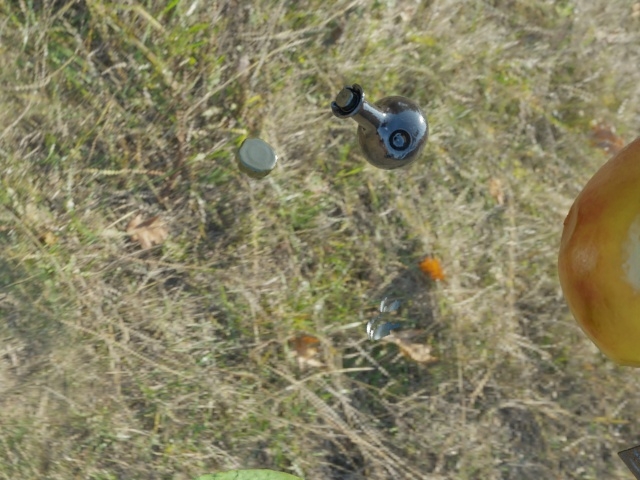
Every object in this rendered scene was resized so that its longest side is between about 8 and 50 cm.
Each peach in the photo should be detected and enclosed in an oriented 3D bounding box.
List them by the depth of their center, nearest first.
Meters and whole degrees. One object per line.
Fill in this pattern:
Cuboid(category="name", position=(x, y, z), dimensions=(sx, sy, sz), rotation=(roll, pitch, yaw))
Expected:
Cuboid(category="peach", position=(0.433, -0.002, 1.084), dimensions=(0.289, 0.289, 0.308), rotation=(3, 88, -28))

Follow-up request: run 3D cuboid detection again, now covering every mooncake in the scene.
Cuboid(category="mooncake", position=(0.006, 0.000, 1.275), dimensions=(0.150, 0.057, 0.347), rotation=(-25, 97, -24))

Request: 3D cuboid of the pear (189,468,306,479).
Cuboid(category="pear", position=(-0.121, 0.411, 1.221), dimensions=(0.288, 0.239, 0.139), rotation=(-10, 114, -18))

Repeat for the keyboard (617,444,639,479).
Cuboid(category="keyboard", position=(0.415, 0.301, 1.014), dimensions=(0.202, 0.067, 0.011), rotation=(51, 38, -12))

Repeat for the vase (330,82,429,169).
Cuboid(category="vase", position=(0.087, -0.182, 1.392), dimensions=(0.183, 0.120, 0.120), rotation=(26, 69, -48))
